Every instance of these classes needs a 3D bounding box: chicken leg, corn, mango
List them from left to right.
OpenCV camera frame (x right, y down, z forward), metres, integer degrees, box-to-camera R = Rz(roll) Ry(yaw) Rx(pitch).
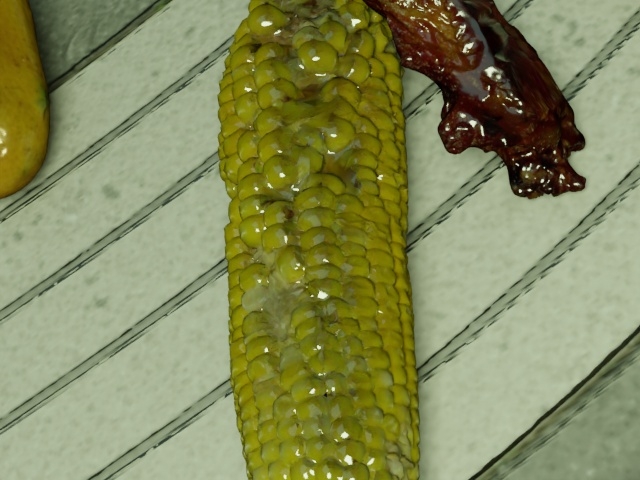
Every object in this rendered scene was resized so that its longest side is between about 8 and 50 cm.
[{"bbox_3d":[-0.228,-0.112,0.971,0.147,0.109,0.227,-46,61,2],"label":"mango"},{"bbox_3d":[0.000,0.000,0.793,0.097,0.097,0.320,-16,53,17],"label":"corn"},{"bbox_3d":[0.053,-0.106,0.809,0.048,0.219,0.089,-43,-6,40],"label":"chicken leg"}]
